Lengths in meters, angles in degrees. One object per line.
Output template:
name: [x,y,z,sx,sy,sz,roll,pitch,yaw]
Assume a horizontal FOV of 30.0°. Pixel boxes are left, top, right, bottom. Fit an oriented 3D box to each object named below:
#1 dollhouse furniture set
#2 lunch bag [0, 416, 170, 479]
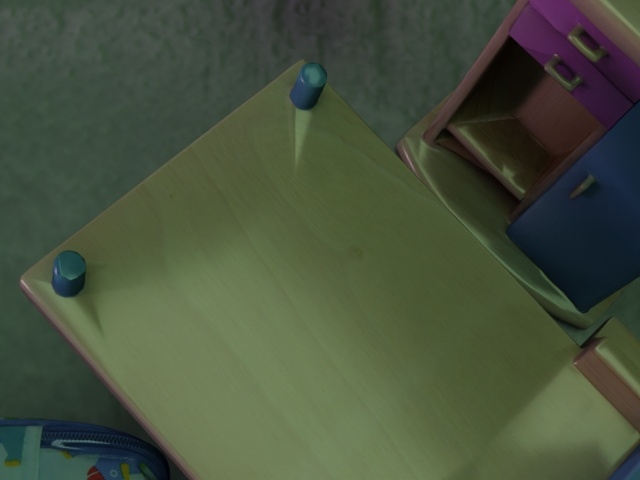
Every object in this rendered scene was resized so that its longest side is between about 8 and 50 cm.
dollhouse furniture set: [0.000,0.000,0.484,0.286,0.198,0.303,45,67,6]
lunch bag: [-0.167,0.136,0.452,0.219,0.176,0.090,1,53,-6]
